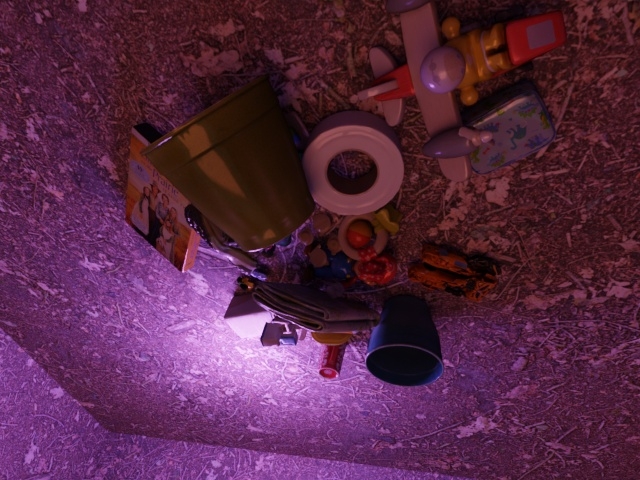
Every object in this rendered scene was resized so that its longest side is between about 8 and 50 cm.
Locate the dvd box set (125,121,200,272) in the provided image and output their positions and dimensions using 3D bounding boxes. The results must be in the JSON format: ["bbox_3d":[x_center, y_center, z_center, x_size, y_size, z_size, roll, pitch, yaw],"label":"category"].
[{"bbox_3d":[-0.505,-0.124,1.408,0.307,0.062,0.420,40,134,10],"label":"dvd box set"}]

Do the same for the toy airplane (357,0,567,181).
[{"bbox_3d":[0.249,-0.368,0.925,0.386,0.272,0.384,33,123,7],"label":"toy airplane"}]

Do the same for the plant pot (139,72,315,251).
[{"bbox_3d":[-0.197,-0.172,1.111,0.366,0.366,0.353,-20,113,29],"label":"plant pot"}]

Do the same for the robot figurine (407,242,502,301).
[{"bbox_3d":[0.454,0.119,1.452,0.291,0.085,0.211,19,134,-3],"label":"robot figurine"}]

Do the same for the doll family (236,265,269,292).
[{"bbox_3d":[-0.269,0.147,1.674,0.111,0.076,0.193,29,127,-7],"label":"doll family"}]

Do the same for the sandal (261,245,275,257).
[{"bbox_3d":[-0.195,0.000,1.536,0.067,0.040,0.179,13,134,1],"label":"sandal"}]

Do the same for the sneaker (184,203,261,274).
[{"bbox_3d":[-0.272,-0.043,1.349,0.158,0.182,0.410,39,172,23],"label":"sneaker"}]

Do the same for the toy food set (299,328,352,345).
[{"bbox_3d":[0.033,0.376,1.778,0.217,0.128,0.071,0,147,16],"label":"toy food set"}]

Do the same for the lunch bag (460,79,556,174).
[{"bbox_3d":[0.457,-0.275,1.086,0.219,0.090,0.176,-27,120,33],"label":"lunch bag"}]

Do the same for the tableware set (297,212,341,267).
[{"bbox_3d":[0.000,0.000,1.442,0.141,0.020,0.169,-34,80,24],"label":"tableware set"}]

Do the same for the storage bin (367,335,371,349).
[{"bbox_3d":[0.260,0.440,1.798,0.135,0.098,0.091,22,144,-6],"label":"storage bin"}]

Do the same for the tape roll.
[{"bbox_3d":[0.089,-0.210,1.211,0.286,0.100,0.286,2,129,3],"label":"tape roll"}]

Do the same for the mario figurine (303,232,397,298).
[{"bbox_3d":[0.097,0.082,1.454,0.320,0.170,0.198,2,130,14],"label":"mario figurine"}]

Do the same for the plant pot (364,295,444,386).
[{"bbox_3d":[0.312,0.353,1.585,0.271,0.255,0.272,7,134,8],"label":"plant pot"}]

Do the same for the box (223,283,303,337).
[{"bbox_3d":[-0.218,0.291,1.754,0.311,0.121,0.148,-13,127,24],"label":"box"}]

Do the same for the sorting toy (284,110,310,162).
[{"bbox_3d":[-0.105,-0.259,1.278,0.208,0.038,0.193,-19,125,29],"label":"sorting toy"}]

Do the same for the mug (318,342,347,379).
[{"bbox_3d":[0.043,0.482,1.831,0.113,0.169,0.150,-4,131,18],"label":"mug"}]

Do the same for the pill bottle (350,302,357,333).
[{"bbox_3d":[0.084,0.304,1.693,0.215,0.117,0.117,-2,131,15],"label":"pill bottle"}]

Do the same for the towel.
[{"bbox_3d":[-0.011,0.232,1.480,0.320,0.090,0.374,18,-178,34],"label":"towel"}]

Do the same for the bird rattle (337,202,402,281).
[{"bbox_3d":[0.152,-0.002,1.359,0.207,0.143,0.254,24,107,27],"label":"bird rattle"}]

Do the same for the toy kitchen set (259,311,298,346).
[{"bbox_3d":[-0.176,0.365,1.612,0.122,0.166,0.207,-1,131,14],"label":"toy kitchen set"}]

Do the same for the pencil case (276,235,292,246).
[{"bbox_3d":[-0.119,-0.052,1.454,0.070,0.064,0.152,-12,140,-28],"label":"pencil case"}]
